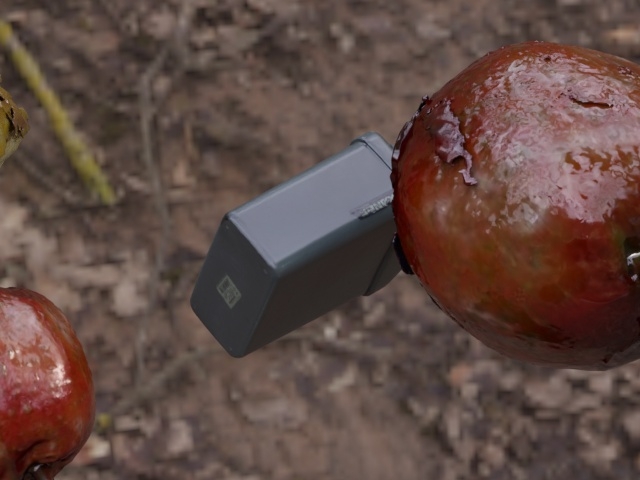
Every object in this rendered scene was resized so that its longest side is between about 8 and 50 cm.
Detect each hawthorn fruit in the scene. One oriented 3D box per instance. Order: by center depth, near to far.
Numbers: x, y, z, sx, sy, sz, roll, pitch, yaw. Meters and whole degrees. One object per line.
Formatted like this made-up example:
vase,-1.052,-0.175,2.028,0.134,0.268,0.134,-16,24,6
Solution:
hawthorn fruit,-0.235,0.125,1.325,0.157,0.157,0.194,-23,67,-35
hawthorn fruit,0.218,-0.024,1.573,0.316,0.316,0.316,-3,25,1

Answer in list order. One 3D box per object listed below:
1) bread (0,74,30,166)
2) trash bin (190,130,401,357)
bread,-0.437,-0.146,1.687,0.167,0.324,0.277,-36,14,39
trash bin,0.000,0.000,1.758,0.236,0.176,0.101,-27,69,-35
